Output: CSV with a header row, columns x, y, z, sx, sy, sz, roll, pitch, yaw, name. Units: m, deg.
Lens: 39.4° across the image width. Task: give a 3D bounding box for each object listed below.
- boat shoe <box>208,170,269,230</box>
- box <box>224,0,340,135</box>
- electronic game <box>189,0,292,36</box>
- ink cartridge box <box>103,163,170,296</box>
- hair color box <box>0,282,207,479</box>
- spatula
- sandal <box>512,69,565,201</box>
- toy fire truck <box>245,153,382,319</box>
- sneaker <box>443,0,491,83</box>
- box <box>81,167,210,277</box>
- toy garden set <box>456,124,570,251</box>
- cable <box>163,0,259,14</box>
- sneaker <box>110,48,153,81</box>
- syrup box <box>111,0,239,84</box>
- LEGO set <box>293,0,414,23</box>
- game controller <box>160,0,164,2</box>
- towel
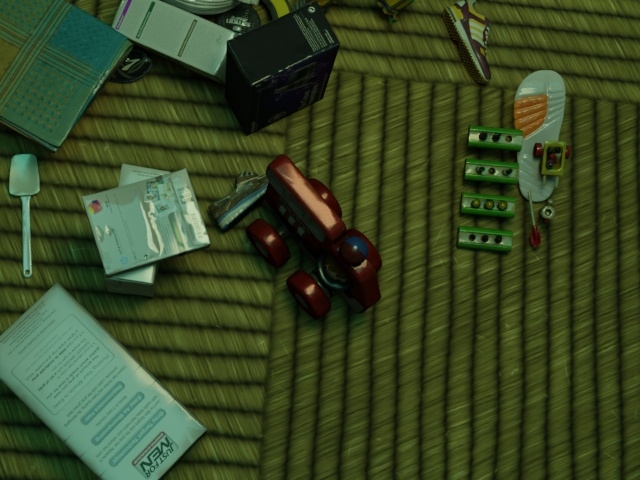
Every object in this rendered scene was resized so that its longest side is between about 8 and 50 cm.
x,y,z,sx,sy,sz,roll,pitch,yaw,name
-0.138,-0.100,1.730,0.183,0.066,0.066,-40,83,-14,boat shoe
-0.079,-0.318,1.686,0.184,0.261,0.103,-25,81,-11,box
-0.166,-0.440,1.814,0.229,0.048,0.230,2,77,-7,electronic game
-0.334,-0.013,1.640,0.093,0.154,0.213,10,75,-7,ink cartridge box
-0.397,0.274,1.588,0.374,0.113,0.185,43,76,5,hair color box
-0.613,-0.043,1.683,0.168,0.019,0.242,-4,77,-9,spatula
0.437,-0.214,1.829,0.101,0.076,0.266,3,97,3,sandal
0.000,0.000,1.626,0.169,0.254,0.302,-38,84,-13,toy fire truck
0.327,-0.418,1.859,0.083,0.069,0.186,-23,82,-6,sneaker
-0.301,-0.031,1.549,0.186,0.038,0.145,-18,82,-16,box
0.384,-0.099,1.766,0.203,0.049,0.245,5,89,0,toy garden set
-0.234,-0.574,1.757,0.256,0.089,0.257,1,79,-13,cable
-0.423,-0.356,1.748,0.188,0.078,0.067,6,77,-6,sneaker
-0.275,-0.395,1.736,0.236,0.093,0.096,26,91,11,syrup box
0.047,-0.589,1.840,0.254,0.192,0.332,-7,80,-39,LEGO set
-0.299,-0.631,1.845,0.166,0.067,0.319,21,74,13,game controller
-0.573,-0.357,1.667,0.370,0.040,0.272,29,73,2,towel
